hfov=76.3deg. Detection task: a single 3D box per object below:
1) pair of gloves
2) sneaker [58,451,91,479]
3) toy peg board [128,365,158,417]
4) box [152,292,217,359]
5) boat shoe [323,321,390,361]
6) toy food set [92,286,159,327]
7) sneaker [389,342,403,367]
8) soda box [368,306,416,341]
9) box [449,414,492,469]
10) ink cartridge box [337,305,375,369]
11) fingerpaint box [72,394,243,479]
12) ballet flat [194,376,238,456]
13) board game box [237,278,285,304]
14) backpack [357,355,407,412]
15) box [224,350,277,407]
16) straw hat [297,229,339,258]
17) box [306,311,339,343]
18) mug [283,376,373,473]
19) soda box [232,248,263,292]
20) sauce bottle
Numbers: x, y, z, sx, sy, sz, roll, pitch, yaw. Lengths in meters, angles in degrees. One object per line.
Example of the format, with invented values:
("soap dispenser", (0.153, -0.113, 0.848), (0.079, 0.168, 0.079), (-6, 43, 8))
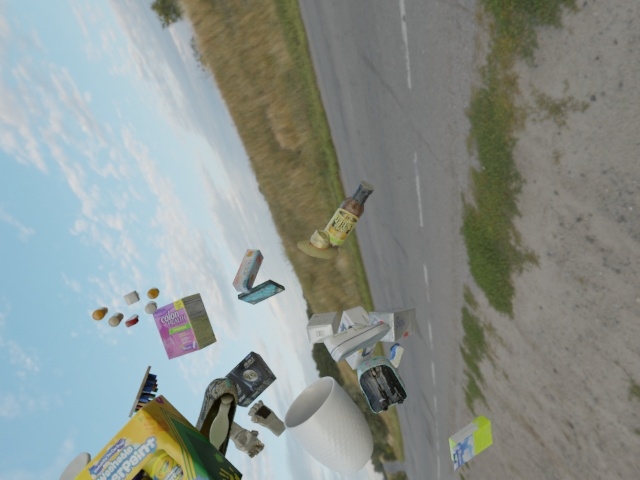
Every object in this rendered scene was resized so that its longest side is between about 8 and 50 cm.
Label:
("pair of gloves", (-0.298, 0.858, 1.866), (0.204, 0.240, 0.042), (29, 129, 34))
("sneaker", (-0.853, 0.912, 1.447), (0.147, 0.105, 0.295), (44, -127, -54))
("toy peg board", (-0.741, 0.654, 1.745), (0.160, 0.079, 0.161), (-57, 20, 34))
("box", (-0.625, 0.393, 1.867), (0.117, 0.214, 0.242), (-13, -98, -62))
("boat shoe", (0.109, 0.267, 1.169), (0.075, 0.226, 0.083), (49, 129, 29))
("toy food set", (-0.697, 0.248, 1.505), (0.111, 0.232, 0.104), (66, 167, -9))
("sneaker", (0.433, 0.675, 2.386), (0.084, 0.058, 0.152), (-126, 55, -79))
("soda box", (0.262, 0.293, 1.448), (0.286, 0.091, 0.097), (12, -103, -62))
("box", (0.512, 0.695, 1.403), (0.042, 0.178, 0.108), (27, 135, 60))
("ink cartridge box", (0.150, 0.400, 1.685), (0.154, 0.093, 0.212), (51, 140, 40))
("fingerpaint box", (-0.522, 0.759, 1.186), (0.371, 0.445, 0.163), (44, 175, 4))
("ballet flat", (-0.404, 0.754, 1.485), (0.182, 0.164, 0.482), (-4, 71, 67))
("board game box", (-0.275, 0.244, 1.904), (0.126, 0.186, 0.026), (37, -148, -54))
("backpack", (0.236, 0.555, 1.618), (0.188, 0.166, 0.144), (60, -170, -15))
("box", (-0.305, 0.595, 1.750), (0.147, 0.180, 0.077), (44, 175, 33))
("straw hat", (0.000, 0.000, 1.283), (0.144, 0.145, 0.061), (-115, 34, -65))
("box", (0.016, 0.430, 2.022), (0.170, 0.130, 0.090), (-42, -58, -73))
("mug", (0.027, 0.808, 1.739), (0.328, 0.276, 0.374), (50, 136, -6))
("soda box", (-0.293, 0.122, 1.665), (0.058, 0.063, 0.183), (71, -152, -48))
("sauce bottle", (0.120, -0.113, 1.838), (0.344, 0.112, 0.111), (-59, 33, 29))
